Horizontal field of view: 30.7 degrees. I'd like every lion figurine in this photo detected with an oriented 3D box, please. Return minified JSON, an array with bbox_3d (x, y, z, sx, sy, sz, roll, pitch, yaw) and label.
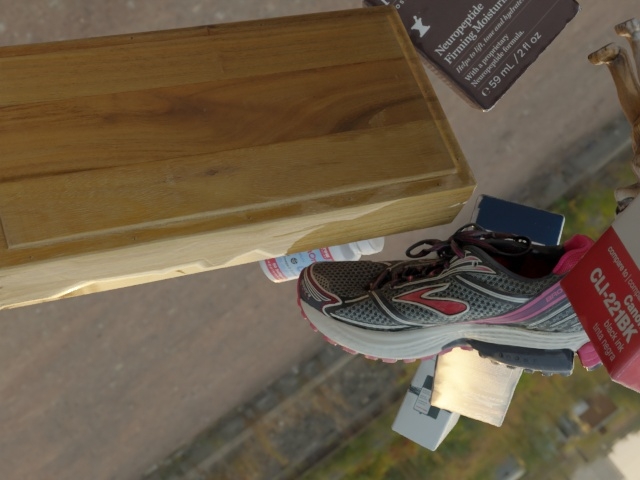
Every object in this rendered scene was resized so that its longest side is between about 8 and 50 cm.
[{"bbox_3d":[0.417,-0.143,1.337,0.142,0.240,0.392,-25,-172,35],"label":"lion figurine"}]

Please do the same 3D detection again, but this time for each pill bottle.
[{"bbox_3d":[0.000,0.000,1.562,0.160,0.087,0.087,-14,177,25],"label":"pill bottle"}]

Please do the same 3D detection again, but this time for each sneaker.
[{"bbox_3d":[0.120,0.039,1.066,0.121,0.299,0.112,-57,142,-52],"label":"sneaker"}]

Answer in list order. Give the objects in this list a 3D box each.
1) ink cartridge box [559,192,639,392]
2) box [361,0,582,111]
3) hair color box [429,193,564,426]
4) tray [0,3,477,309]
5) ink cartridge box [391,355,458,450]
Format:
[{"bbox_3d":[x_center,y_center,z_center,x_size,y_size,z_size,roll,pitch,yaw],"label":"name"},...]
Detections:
[{"bbox_3d":[0.338,0.000,0.811,0.197,0.114,0.273,24,117,-26],"label":"ink cartridge box"},{"bbox_3d":[0.177,-0.284,1.421,0.168,0.203,0.167,-48,-176,8],"label":"box"},{"bbox_3d":[0.208,0.097,1.430,0.347,0.105,0.174,82,26,-67],"label":"hair color box"},{"bbox_3d":[-0.092,-0.083,0.981,0.410,0.203,0.076,-11,154,-24],"label":"tray"},{"bbox_3d":[0.213,0.230,1.963,0.153,0.087,0.208,-28,144,-64],"label":"ink cartridge box"}]
